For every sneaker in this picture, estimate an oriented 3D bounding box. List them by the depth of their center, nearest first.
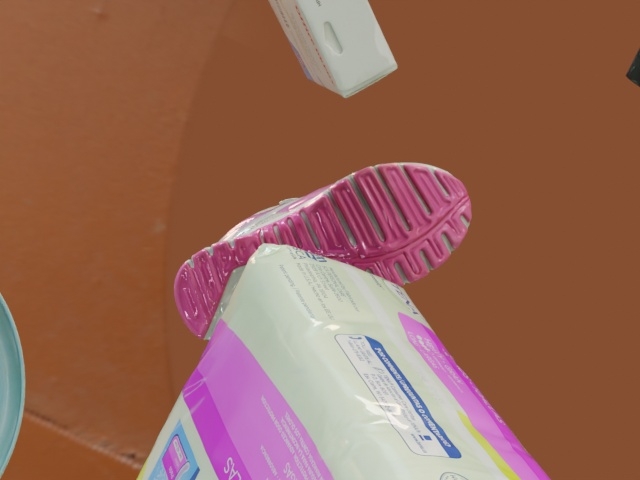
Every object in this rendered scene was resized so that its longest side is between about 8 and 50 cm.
[{"bbox_3d":[0.000,0.000,1.329,0.252,0.111,0.103,-19,99,-1],"label":"sneaker"}]

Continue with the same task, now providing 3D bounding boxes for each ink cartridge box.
[{"bbox_3d":[0.006,-0.167,1.252,0.052,0.122,0.089,-28,108,-5],"label":"ink cartridge box"}]

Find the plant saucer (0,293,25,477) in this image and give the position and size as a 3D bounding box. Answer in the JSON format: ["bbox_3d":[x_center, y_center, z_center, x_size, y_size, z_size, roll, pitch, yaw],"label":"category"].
[{"bbox_3d":[-0.417,0.140,1.470,0.317,0.044,0.318,-2,79,8],"label":"plant saucer"}]

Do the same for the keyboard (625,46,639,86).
[{"bbox_3d":[0.411,-0.256,1.437,0.033,0.201,0.317,58,137,39],"label":"keyboard"}]

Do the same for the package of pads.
[{"bbox_3d":[-0.019,0.183,0.643,0.101,0.229,0.297,18,109,-28],"label":"package of pads"}]
